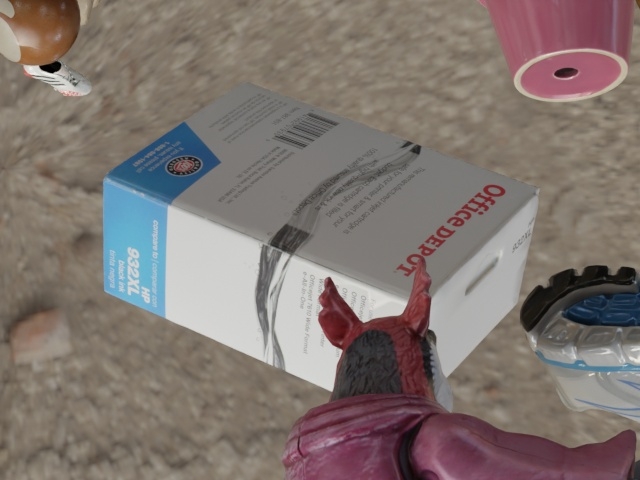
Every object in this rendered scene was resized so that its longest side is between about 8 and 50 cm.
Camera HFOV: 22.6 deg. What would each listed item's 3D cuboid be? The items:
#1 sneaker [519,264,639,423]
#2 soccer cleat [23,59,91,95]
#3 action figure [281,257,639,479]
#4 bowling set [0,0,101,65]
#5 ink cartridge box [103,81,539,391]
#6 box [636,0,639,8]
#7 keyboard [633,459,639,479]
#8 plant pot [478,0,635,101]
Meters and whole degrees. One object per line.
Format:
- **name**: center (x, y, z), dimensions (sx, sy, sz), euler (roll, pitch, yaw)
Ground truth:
- **sneaker**: center (0.195, 0.061, 0.768), dimensions (0.071, 0.190, 0.083), euler (-60, 143, -38)
- **soccer cleat**: center (-0.274, -0.175, 1.692), dimensions (0.083, 0.035, 0.029), euler (22, 64, -35)
- **action figure**: center (0.036, 0.184, 0.676), dimensions (0.275, 0.248, 0.370), euler (0, 64, -37)
- **bowling set**: center (-0.197, -0.203, 0.920), dimensions (0.154, 0.287, 0.200), euler (13, 46, -6)
- **ink cartridge box**: center (0.000, 0.000, 1.382), dimensions (0.307, 0.223, 0.129), euler (22, 126, 23)
- **box**: center (0.221, -0.266, 0.918), dimensions (0.168, 0.345, 0.215), euler (-27, 84, 9)
- **keyboard**: center (0.390, 0.283, 1.542), dimensions (0.317, 0.033, 0.201), euler (-30, 81, 4)
- **plant pot**: center (0.274, -0.264, 1.809), dimensions (0.201, 0.201, 0.180), euler (1, 68, -11)
